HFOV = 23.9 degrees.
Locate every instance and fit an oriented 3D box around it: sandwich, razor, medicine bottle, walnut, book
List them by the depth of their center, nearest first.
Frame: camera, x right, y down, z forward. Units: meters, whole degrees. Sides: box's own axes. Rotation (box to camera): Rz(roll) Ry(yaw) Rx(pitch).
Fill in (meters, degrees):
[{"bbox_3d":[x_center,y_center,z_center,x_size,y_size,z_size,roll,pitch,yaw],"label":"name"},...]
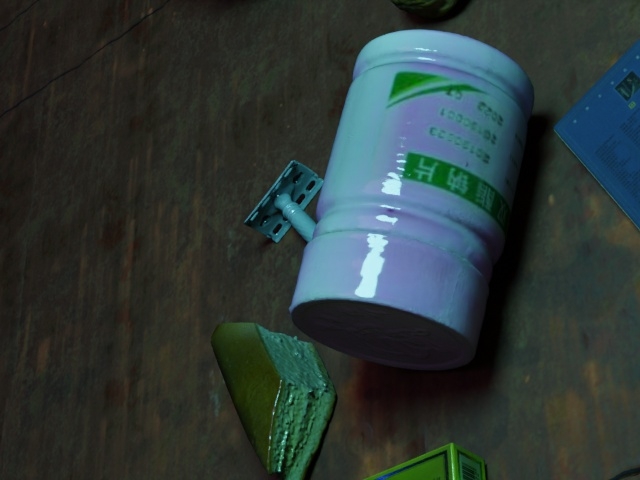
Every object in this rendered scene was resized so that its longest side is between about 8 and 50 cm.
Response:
[{"bbox_3d":[0.369,-0.110,1.554,0.191,0.025,0.269,-46,39,14],"label":"book"},{"bbox_3d":[0.104,-0.043,1.647,0.212,0.212,0.325,-8,58,45],"label":"medicine bottle"},{"bbox_3d":[-0.054,0.170,1.775,0.096,0.094,0.258,-49,40,19],"label":"sandwich"},{"bbox_3d":[0.000,0.000,1.865,0.106,0.068,0.232,-53,43,8],"label":"razor"},{"bbox_3d":[0.134,-0.333,1.910,0.124,0.105,0.105,26,85,49],"label":"walnut"}]

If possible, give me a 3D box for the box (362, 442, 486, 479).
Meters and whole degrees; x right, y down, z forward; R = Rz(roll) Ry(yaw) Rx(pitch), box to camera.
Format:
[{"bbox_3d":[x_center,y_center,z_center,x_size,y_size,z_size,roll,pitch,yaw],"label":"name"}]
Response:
[{"bbox_3d":[0.103,0.331,1.515,0.141,0.064,0.220,-28,45,33],"label":"box"}]
